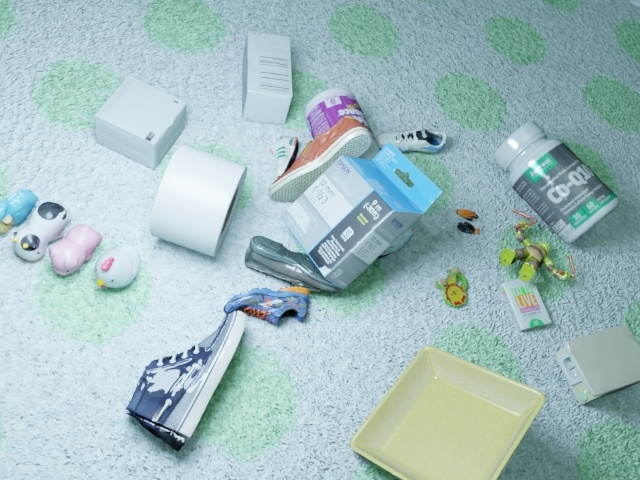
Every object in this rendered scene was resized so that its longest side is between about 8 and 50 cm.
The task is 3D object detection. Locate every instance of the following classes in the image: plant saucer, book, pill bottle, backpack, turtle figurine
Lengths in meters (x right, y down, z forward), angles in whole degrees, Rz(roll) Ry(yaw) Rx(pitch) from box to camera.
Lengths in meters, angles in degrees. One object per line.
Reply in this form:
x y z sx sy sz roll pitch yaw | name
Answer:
0.292 0.431 1.413 0.333 0.081 0.333 18 53 43 | plant saucer
0.580 0.181 1.762 0.096 0.035 0.144 -10 65 -17 | book
0.716 -0.181 1.911 0.204 0.204 0.361 -31 72 -29 | pill bottle
0.074 -0.281 1.806 0.169 0.169 0.301 -11 64 -22 | pill bottle
0.186 -0.032 1.682 0.152 0.182 0.115 -30 72 -30 | backpack
0.611 0.035 1.819 0.217 0.087 0.269 -20 68 -44 | turtle figurine

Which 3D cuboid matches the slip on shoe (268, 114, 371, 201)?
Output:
-0.010 -0.216 1.688 0.123 0.331 0.101 24 35 -50 | slip on shoe

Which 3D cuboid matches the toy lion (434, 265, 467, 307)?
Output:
0.373 0.135 1.730 0.100 0.034 0.096 -36 82 -31 | toy lion

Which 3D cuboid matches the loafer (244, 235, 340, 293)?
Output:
-0.071 0.078 1.619 0.268 0.084 0.096 27 25 -4 | loafer

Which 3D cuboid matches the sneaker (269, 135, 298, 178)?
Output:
-0.116 -0.241 1.804 0.075 0.057 0.161 10 58 10 | sneaker

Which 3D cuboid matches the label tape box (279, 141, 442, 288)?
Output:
0.095 -0.088 1.576 0.347 0.115 0.249 -45 51 10 | label tape box

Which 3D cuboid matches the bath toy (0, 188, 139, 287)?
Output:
-0.601 0.011 1.465 0.348 0.129 0.151 28 91 2 | bath toy

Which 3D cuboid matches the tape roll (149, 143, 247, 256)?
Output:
-0.301 -0.100 1.547 0.169 0.246 0.246 19 57 -5 | tape roll

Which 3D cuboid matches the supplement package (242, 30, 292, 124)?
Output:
-0.164 -0.491 1.881 0.134 0.139 0.244 4 61 -13 | supplement package

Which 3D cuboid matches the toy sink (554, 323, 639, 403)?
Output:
0.732 0.336 1.652 0.234 0.131 0.152 -10 63 -26 | toy sink

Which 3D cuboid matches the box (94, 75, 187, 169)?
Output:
-0.489 -0.323 1.699 0.182 0.119 0.181 26 56 0 | box

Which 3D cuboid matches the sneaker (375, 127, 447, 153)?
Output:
0.282 -0.317 1.938 0.237 0.086 0.085 -3 63 -16 | sneaker

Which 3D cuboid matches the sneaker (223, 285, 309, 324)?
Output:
-0.129 0.165 1.539 0.221 0.083 0.087 -4 69 -15 | sneaker

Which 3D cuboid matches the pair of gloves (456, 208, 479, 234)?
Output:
0.445 -0.057 1.875 0.074 0.010 0.083 12 60 -10 | pair of gloves

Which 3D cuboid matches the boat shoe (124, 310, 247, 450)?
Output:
-0.298 0.277 1.390 0.158 0.127 0.340 29 57 -7 | boat shoe
